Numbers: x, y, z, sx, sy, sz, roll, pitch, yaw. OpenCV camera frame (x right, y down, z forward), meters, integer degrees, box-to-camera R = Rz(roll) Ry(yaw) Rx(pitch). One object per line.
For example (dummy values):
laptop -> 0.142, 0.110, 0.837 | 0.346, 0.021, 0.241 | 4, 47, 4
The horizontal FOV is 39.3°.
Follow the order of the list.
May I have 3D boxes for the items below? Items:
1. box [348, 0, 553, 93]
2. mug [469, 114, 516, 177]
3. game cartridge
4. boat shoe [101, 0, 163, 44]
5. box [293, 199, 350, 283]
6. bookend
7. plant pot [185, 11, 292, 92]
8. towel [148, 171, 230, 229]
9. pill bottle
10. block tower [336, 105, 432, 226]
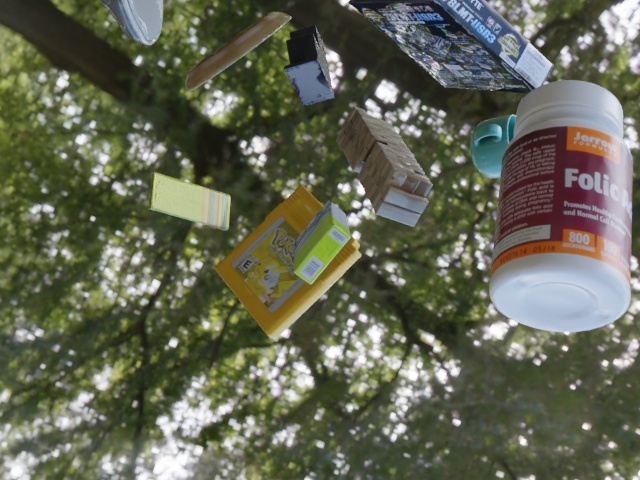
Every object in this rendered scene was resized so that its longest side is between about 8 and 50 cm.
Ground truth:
box -> 0.239, -0.387, 1.679 | 0.073, 0.293, 0.295 | -59, -149, -5
mug -> 0.376, -0.209, 1.932 | 0.097, 0.158, 0.129 | -9, -142, 31
game cartridge -> -0.084, 0.048, 2.294 | 0.324, 0.052, 0.285 | -45, -127, 2
boat shoe -> -0.334, -0.460, 1.390 | 0.095, 0.335, 0.112 | 8, -134, 23
box -> 0.000, 0.000, 1.553 | 0.109, 0.042, 0.178 | -50, -169, 11
bookend -> -0.034, -0.395, 1.897 | 0.072, 0.157, 0.156 | -14, -112, 9
plant pot -> -0.157, -0.351, 1.638 | 0.236, 0.032, 0.236 | -34, -165, 10
towel -> -0.336, -0.099, 2.318 | 0.021, 0.237, 0.102 | -19, -117, 47
pill bottle -> 0.415, -0.064, 1.529 | 0.224, 0.224, 0.392 | -29, -139, 49
block tower -> 0.126, -0.157, 1.817 | 0.091, 0.097, 0.335 | -61, -153, 23
